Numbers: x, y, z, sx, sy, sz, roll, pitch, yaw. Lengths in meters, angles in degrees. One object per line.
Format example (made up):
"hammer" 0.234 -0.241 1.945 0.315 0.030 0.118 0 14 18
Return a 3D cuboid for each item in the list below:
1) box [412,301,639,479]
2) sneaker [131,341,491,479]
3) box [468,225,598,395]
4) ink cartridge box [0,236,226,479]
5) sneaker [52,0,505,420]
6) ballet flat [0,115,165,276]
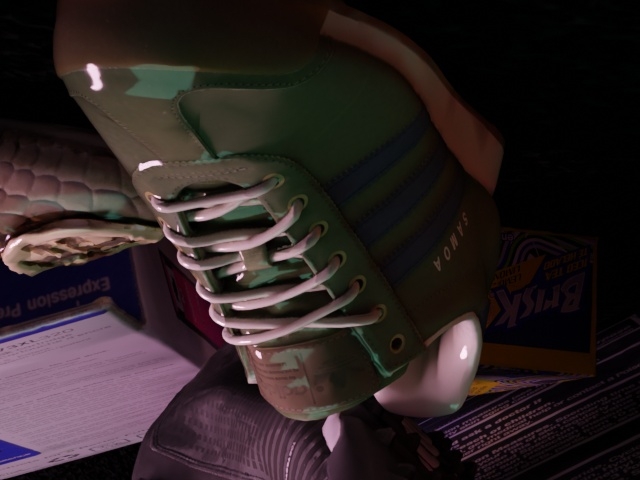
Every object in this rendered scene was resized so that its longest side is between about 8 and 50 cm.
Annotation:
"box" 0.067 0.177 0.653 0.296 0.182 0.294 -27 -174 2
"sneaker" -0.012 0.085 0.583 0.078 0.106 0.234 44 180 -15
"box" 0.049 0.033 0.700 0.059 0.054 0.169 6 171 -17
"ink cartridge box" -0.135 0.049 0.685 0.176 0.069 0.371 -15 171 2
"sneaker" 0.000 0.000 0.423 0.064 0.086 0.192 -2 169 24
"ballet flat" -0.146 -0.003 0.532 0.250 0.058 0.084 -1 168 26
